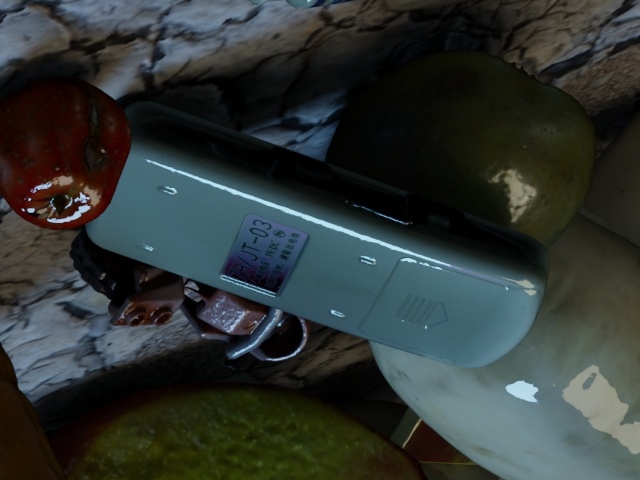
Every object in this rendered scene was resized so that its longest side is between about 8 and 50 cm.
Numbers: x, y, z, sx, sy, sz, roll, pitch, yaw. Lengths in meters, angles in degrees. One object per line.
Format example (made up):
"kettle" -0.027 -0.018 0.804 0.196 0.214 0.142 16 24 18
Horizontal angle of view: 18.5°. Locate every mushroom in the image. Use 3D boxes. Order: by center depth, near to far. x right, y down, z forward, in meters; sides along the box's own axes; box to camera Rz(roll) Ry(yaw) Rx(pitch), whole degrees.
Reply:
"mushroom" 0.210 0.034 1.589 0.336 0.314 0.314 -51 167 -19

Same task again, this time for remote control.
"remote control" 0.000 0.000 1.268 0.296 0.056 0.140 18 148 -6

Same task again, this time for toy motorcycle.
"toy motorcycle" -0.080 0.034 1.395 0.212 0.118 0.084 1 138 -51

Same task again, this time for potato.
"potato" 0.082 -0.037 1.370 0.174 0.159 0.251 29 139 -10

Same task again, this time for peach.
"peach" -0.092 0.305 1.704 0.405 0.335 0.310 -1 150 -20

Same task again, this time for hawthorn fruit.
"hawthorn fruit" -0.152 -0.049 1.144 0.093 0.093 0.093 -23 160 -9

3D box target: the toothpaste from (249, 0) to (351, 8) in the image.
"toothpaste" 0.040 -0.165 1.168 0.216 0.037 0.062 -15 157 -41

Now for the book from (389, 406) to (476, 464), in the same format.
"book" 0.211 0.102 1.881 0.263 0.028 0.374 -59 152 9

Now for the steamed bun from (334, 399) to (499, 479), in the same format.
"steamed bun" 0.056 0.299 2.005 0.309 0.309 0.309 -23 160 -9

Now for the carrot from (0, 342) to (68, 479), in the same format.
"carrot" -0.263 0.171 1.325 0.196 0.254 0.196 -26 159 -11
